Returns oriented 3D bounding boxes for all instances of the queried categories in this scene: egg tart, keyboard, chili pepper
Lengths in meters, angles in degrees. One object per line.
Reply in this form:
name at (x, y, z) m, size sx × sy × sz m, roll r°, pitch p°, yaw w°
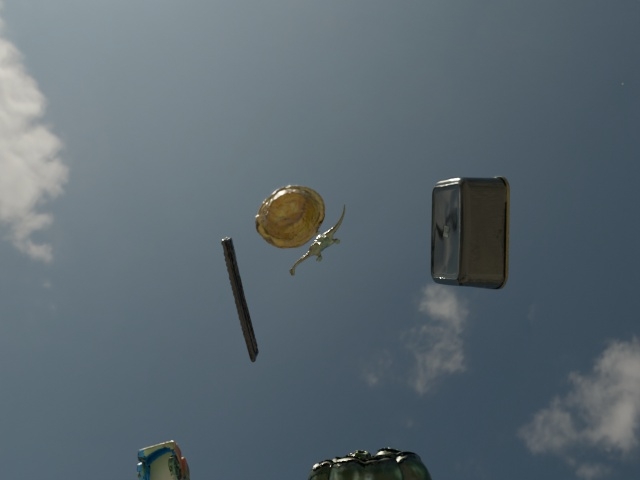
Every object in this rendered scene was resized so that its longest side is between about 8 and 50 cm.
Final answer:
egg tart at (-0.056, -0.047, 1.271) m, size 0.128 × 0.049 × 0.129 m, roll -6°, pitch -118°, yaw 11°
keyboard at (-0.161, 0.116, 1.464) m, size 0.017 × 0.087 × 0.250 m, roll -12°, pitch -85°, yaw 3°
chili pepper at (0.104, 0.542, 1.453) m, size 0.233 × 0.248 × 0.257 m, roll -27°, pitch -117°, yaw 42°

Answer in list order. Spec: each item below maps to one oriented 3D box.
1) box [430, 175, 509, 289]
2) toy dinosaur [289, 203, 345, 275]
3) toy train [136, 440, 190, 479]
box at (0.263, -0.014, 1.310) m, size 0.090 × 0.144 × 0.201 m, roll 2°, pitch -90°, yaw -18°
toy dinosaur at (0.007, 0.004, 1.462) m, size 0.058 × 0.180 × 0.037 m, roll 27°, pitch -25°, yaw 53°
toy train at (-0.253, 0.423, 1.183) m, size 0.072 × 0.188 × 0.099 m, roll -12°, pitch -45°, yaw -2°
